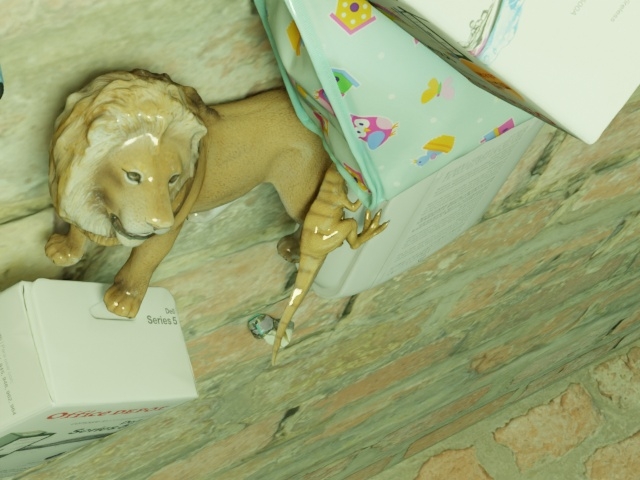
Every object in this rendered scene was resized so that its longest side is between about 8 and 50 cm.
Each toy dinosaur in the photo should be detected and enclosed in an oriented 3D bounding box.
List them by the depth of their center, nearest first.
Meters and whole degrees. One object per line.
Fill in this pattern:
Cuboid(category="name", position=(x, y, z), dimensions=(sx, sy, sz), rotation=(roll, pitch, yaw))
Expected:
Cuboid(category="toy dinosaur", position=(0.000, 0.000, 1.009), dimensions=(0.112, 0.064, 0.211), rotation=(-7, 120, -54))

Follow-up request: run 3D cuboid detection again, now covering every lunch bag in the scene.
Cuboid(category="lunch bag", position=(0.066, -0.187, 0.801), dimensions=(0.223, 0.160, 0.262), rotation=(-30, 138, -4))

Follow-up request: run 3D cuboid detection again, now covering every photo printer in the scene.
Cuboid(category="photo printer", position=(0.104, -0.069, 1.170), dimensions=(0.256, 0.107, 0.307), rotation=(-29, 160, -30))

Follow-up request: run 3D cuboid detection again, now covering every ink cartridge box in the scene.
Cuboid(category="ink cartridge box", position=(0.088, -0.198, 0.620), dimensions=(0.233, 0.171, 0.168), rotation=(31, 99, -28))
Cuboid(category="ink cartridge box", position=(-0.284, 0.140, 1.025), dimensions=(0.273, 0.114, 0.198), rotation=(-26, 163, 27))

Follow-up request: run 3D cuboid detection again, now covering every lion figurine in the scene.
Cuboid(category="lion figurine", position=(-0.089, -0.065, 0.944), dimensions=(0.392, 0.142, 0.240), rotation=(-28, 156, -51))

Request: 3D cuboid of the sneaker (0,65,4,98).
Cuboid(category="sneaker", position=(-0.264, -0.102, 0.664), dimensions=(0.162, 0.073, 0.063), rotation=(-14, 153, -38))

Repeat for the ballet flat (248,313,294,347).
Cuboid(category="ballet flat", position=(-0.061, 0.126, 1.483), dimensions=(0.041, 0.041, 0.114), rotation=(-37, 158, 13))
